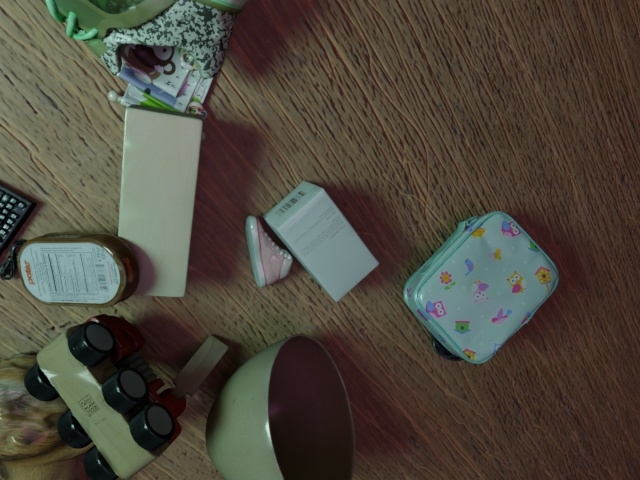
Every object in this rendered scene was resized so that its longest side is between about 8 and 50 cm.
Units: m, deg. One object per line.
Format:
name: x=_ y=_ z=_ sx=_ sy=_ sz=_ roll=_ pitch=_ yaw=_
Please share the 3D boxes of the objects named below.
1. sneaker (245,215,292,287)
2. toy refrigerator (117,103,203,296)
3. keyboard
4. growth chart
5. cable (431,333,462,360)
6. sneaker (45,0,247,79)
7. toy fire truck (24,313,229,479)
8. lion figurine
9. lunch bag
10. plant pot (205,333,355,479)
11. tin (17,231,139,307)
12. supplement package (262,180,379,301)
sneaker: x=-0.089 y=0.013 z=0.800 sx=0.070 sy=0.051 sz=0.135 roll=-16 pitch=113 yaw=-19
toy refrigerator: x=-0.243 y=-0.058 z=0.686 sx=0.102 sy=0.094 sz=0.270 roll=5 pitch=107 yaw=-17
keyboard: x=-0.485 y=0.008 z=0.655 sx=0.108 sy=0.023 sz=0.180 roll=35 pitch=91 yaw=-26
growth chart: x=-0.223 y=-0.290 z=0.676 sx=0.171 sy=0.021 sz=0.238 roll=16 pitch=98 yaw=-24
cable: x=0.325 y=0.196 z=1.020 sx=0.184 sy=0.047 sz=0.151 roll=9 pitch=101 yaw=-23
sneaker: x=-0.293 y=-0.305 z=0.571 sx=0.409 sy=0.158 sz=0.182 roll=9 pitch=117 yaw=-13
toy fire truck: x=-0.274 y=0.206 z=0.717 sx=0.158 sy=0.246 sz=0.217 roll=-39 pitch=87 yaw=8
lion figurine: x=-0.433 y=0.368 z=0.705 sx=0.240 sy=0.142 sz=0.393 roll=10 pitch=94 yaw=-38
lunch bag: x=0.321 y=0.084 z=0.925 sx=0.279 sy=0.108 sz=0.224 roll=-44 pitch=88 yaw=-8
plant pot: x=-0.086 y=0.328 z=0.796 sx=0.190 sy=0.284 sz=0.284 roll=-21 pitch=117 yaw=23
tin: x=-0.352 y=0.042 z=0.654 sx=0.189 sy=0.040 sz=0.106 roll=-1 pitch=99 yaw=16
supplement package: x=0.000 y=0.000 z=0.800 sx=0.105 sy=0.105 sz=0.179 roll=-41 pitch=115 yaw=-7
